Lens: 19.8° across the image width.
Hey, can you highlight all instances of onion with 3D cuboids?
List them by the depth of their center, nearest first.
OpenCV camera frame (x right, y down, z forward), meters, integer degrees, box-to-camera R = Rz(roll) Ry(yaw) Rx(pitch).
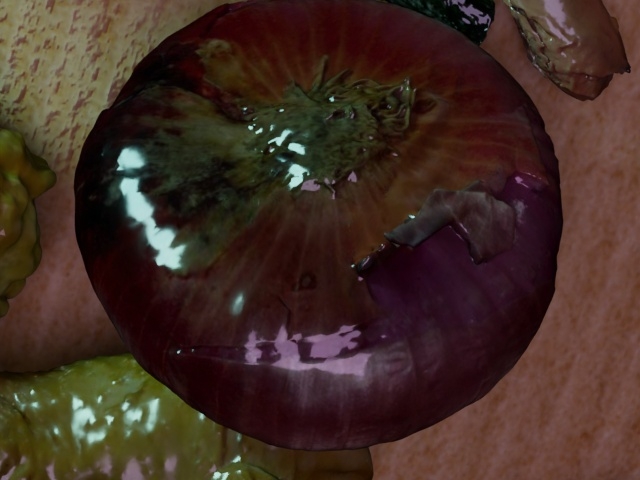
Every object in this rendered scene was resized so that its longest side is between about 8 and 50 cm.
[{"bbox_3d":[0.000,0.000,1.296,0.347,0.347,0.285,-4,149,0],"label":"onion"}]

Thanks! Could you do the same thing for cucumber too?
[{"bbox_3d":[0.033,-0.208,1.338,0.214,0.052,0.058,29,132,-7],"label":"cucumber"}]

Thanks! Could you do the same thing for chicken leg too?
[{"bbox_3d":[-0.179,0.192,1.380,0.409,0.182,0.295,12,136,-13],"label":"chicken leg"}]

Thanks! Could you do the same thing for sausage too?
[{"bbox_3d":[0.148,-0.241,1.318,0.078,0.078,0.304,-20,108,5],"label":"sausage"}]

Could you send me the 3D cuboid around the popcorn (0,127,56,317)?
[{"bbox_3d":[-0.324,-0.021,1.315,0.266,0.192,0.233,23,100,-25],"label":"popcorn"}]
